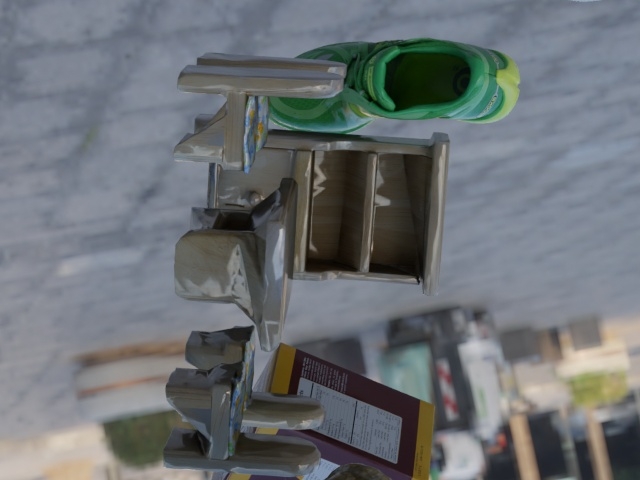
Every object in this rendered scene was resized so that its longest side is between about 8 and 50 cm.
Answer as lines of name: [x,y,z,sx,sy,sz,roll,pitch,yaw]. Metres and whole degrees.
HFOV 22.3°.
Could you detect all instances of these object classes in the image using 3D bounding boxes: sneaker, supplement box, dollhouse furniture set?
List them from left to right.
supplement box: [-0.003,0.251,1.802,0.194,0.129,0.191,23,125,-9]
dollhouse furniture set: [0.000,0.000,1.603,0.256,0.362,0.394,3,-168,1]
sneaker: [0.065,-0.177,1.756,0.295,0.110,0.123,-3,171,26]

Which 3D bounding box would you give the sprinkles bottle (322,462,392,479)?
sprinkles bottle: [-0.077,0.302,1.290,0.355,0.121,0.121,-24,-178,-36]
